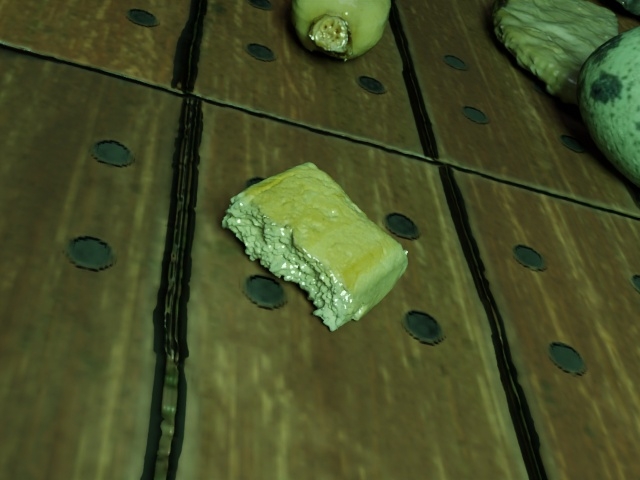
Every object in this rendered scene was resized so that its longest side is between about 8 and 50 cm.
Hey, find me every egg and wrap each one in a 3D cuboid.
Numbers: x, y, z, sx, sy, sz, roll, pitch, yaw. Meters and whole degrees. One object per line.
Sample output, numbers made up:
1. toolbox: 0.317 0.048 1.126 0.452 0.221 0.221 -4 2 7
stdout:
1. egg: 0.265 -0.091 0.644 0.172 0.132 0.132 27 33 24

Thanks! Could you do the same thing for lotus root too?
1. lotus root: 0.015 -0.171 0.659 0.073 0.062 0.150 21 33 -5

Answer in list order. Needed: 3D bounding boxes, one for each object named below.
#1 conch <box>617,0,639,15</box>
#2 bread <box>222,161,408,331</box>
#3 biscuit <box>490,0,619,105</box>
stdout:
1. conch: 0.358 -0.362 1.031 0.240 0.186 0.313 -14 63 -6
2. bread: 0.000 0.000 0.452 0.083 0.035 0.070 40 38 11
3. biscuit: 0.215 -0.182 0.820 0.133 0.032 0.250 23 35 -2
